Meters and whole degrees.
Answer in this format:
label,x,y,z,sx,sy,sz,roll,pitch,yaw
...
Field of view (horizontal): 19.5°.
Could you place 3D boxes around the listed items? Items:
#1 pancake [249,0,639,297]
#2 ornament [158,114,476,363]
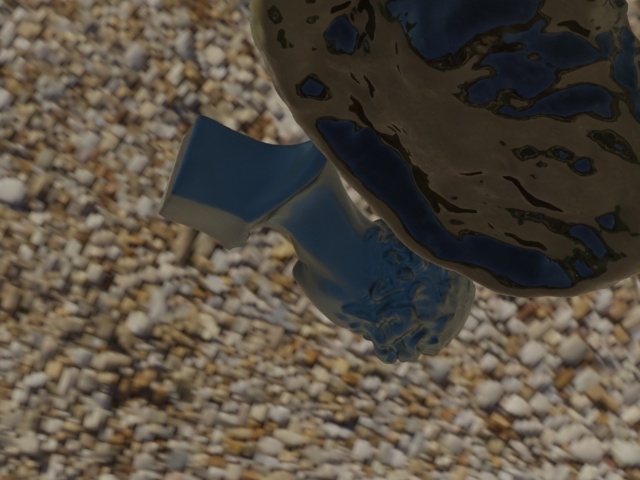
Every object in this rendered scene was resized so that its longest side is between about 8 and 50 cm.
label,x,y,z,sx,sy,sz,roll,pitch,yaw
pancake,0.067,-0.065,0.854,0.222,0.236,0.042,9,45,28
ornament,0.004,-0.008,1.497,0.285,0.130,0.120,37,73,-20
